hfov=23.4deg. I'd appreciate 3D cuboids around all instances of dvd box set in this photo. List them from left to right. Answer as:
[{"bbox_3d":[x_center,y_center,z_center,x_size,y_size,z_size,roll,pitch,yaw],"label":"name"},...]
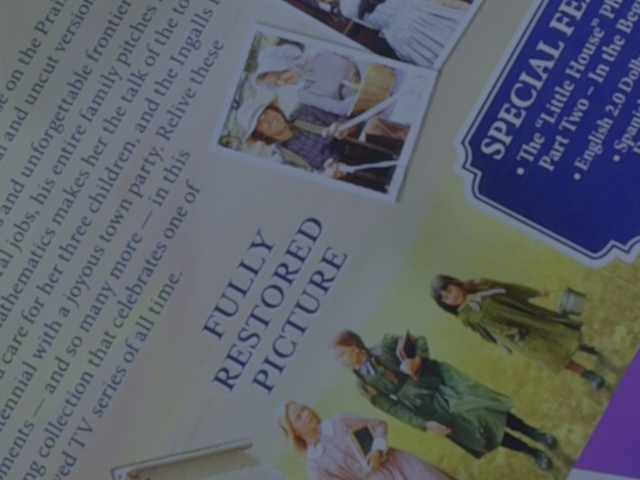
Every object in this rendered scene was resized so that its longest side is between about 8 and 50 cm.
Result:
[{"bbox_3d":[0.000,0.000,0.444,0.420,0.062,0.308,28,86,15],"label":"dvd box set"}]
